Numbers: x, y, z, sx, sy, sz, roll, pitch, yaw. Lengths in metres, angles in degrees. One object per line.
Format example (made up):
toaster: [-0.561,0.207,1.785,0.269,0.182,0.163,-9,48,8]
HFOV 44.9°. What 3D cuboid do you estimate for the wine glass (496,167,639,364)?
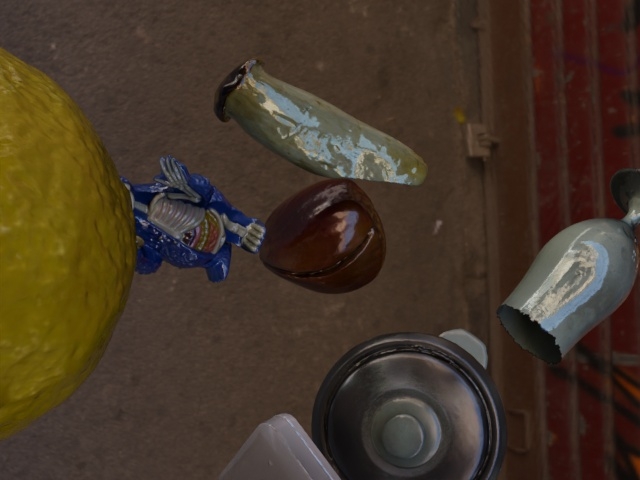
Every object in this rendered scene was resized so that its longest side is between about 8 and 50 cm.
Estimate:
wine glass: [0.265,0.025,0.761,0.202,0.093,0.093,-45,117,-15]

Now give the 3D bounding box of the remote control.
remote control: [0.015,0.256,0.592,0.034,0.103,0.250,-12,53,-50]

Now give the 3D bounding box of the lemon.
lemon: [-0.245,-0.007,0.481,0.254,0.310,0.253,-13,132,-15]

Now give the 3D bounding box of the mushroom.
mushroom: [0.001,-0.150,1.131,0.333,0.087,0.107,27,108,-20]

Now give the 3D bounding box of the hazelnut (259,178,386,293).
hazelnut: [0.000,0.000,1.264,0.208,0.208,0.208,4,84,-42]

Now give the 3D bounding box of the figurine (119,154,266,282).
figurine: [-0.199,-0.032,1.028,0.164,0.120,0.262,-38,143,8]

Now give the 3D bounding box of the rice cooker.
rice cooker: [0.134,0.262,1.129,0.264,0.316,0.317,42,53,12]
